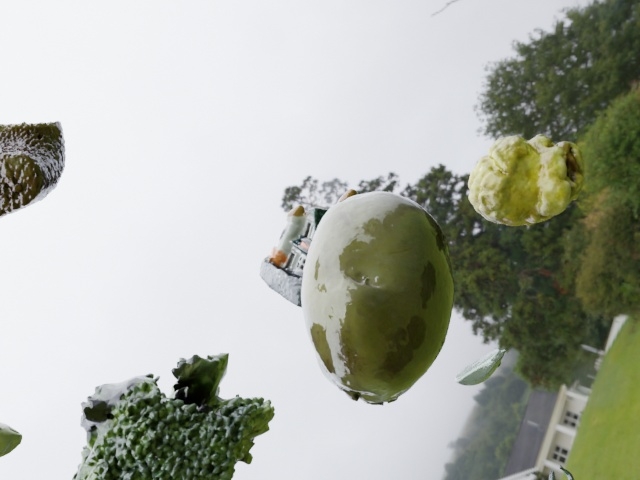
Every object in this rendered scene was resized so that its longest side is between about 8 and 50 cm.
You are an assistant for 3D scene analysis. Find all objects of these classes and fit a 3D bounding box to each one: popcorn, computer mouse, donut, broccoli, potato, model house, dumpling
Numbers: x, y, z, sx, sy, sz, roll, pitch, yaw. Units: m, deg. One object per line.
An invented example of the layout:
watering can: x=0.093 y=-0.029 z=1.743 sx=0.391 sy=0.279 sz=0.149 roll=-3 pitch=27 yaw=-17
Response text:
popcorn: x=0.410 y=-0.105 z=1.009 sx=0.200 sy=0.203 sz=0.226 roll=-51 pitch=-54 yaw=-2
computer mouse: x=0.287 y=0.226 z=0.899 sx=0.110 sy=0.032 sz=0.056 roll=-43 pitch=-9 yaw=30
donut: x=-0.485 y=-0.125 z=0.834 sx=0.186 sy=0.126 sz=0.144 roll=-95 pitch=-8 yaw=-72
broccoli: x=-0.245 y=0.349 z=0.831 sx=0.338 sy=0.277 sz=0.317 roll=101 pitch=-170 yaw=-52
potato: x=0.086 y=0.067 z=0.765 sx=0.243 sy=0.221 sz=0.326 roll=70 pitch=-149 yaw=-42
model house: x=0.000 y=0.000 z=1.305 sx=0.190 sy=0.271 sz=0.301 roll=15 pitch=-81 yaw=-32
dumpling: x=-0.506 y=0.309 z=0.786 sx=0.077 sy=0.043 sz=0.059 roll=36 pitch=-97 yaw=-50

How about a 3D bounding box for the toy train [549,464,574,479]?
toy train: x=0.346 y=0.421 z=0.472 sx=0.178 sy=0.249 sz=0.429 roll=32 pitch=-140 yaw=-72
